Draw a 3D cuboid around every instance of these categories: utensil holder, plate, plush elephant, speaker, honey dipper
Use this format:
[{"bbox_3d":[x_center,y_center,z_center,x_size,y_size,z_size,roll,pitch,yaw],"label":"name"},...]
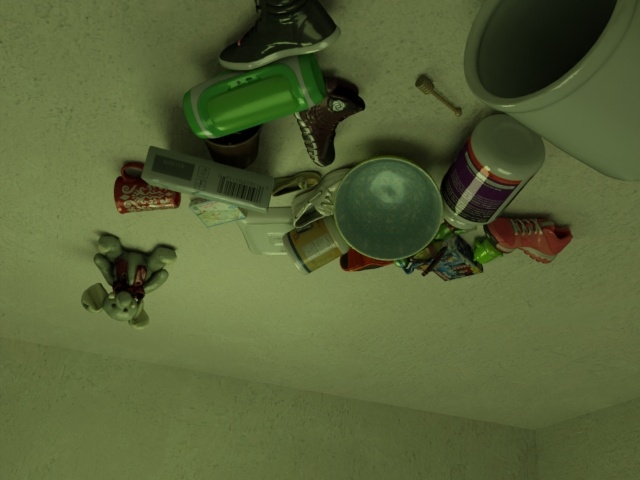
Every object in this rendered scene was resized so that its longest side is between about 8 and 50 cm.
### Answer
[{"bbox_3d":[0.519,-0.321,1.206,0.385,0.328,0.327,21,147,-32],"label":"utensil holder"},{"bbox_3d":[-0.131,-0.018,2.116,0.277,0.045,0.278,-1,150,9],"label":"plate"},{"bbox_3d":[-0.697,0.170,2.315,0.272,0.255,0.330,16,149,-19],"label":"plush elephant"},{"bbox_3d":[-0.144,-0.317,1.415,0.296,0.131,0.131,-15,147,14],"label":"speaker"},{"bbox_3d":[0.282,-0.332,1.512,0.160,0.030,0.030,26,144,-37],"label":"honey dipper"}]

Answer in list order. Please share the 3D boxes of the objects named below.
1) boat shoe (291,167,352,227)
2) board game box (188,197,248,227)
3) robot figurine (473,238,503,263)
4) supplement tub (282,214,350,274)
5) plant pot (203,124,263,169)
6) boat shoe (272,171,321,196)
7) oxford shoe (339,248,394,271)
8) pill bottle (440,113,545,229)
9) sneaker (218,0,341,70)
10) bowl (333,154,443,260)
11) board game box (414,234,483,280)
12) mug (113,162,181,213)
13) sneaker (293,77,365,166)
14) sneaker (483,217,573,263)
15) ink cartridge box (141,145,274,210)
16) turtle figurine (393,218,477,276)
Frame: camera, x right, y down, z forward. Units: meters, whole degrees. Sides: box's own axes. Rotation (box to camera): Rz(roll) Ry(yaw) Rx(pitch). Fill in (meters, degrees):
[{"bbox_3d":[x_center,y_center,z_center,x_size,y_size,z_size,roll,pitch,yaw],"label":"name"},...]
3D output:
[{"bbox_3d":[0.019,-0.112,1.868,0.098,0.096,0.277,27,140,-30],"label":"boat shoe"},{"bbox_3d":[-0.316,-0.096,1.999,0.154,0.026,0.103,-12,135,27],"label":"board game box"},{"bbox_3d":[0.539,0.031,2.082,0.101,0.067,0.115,23,147,-14],"label":"robot figurine"},{"bbox_3d":[0.000,0.000,1.975,0.199,0.144,0.144,-29,143,7],"label":"supplement tub"},{"bbox_3d":[-0.216,-0.263,1.589,0.167,0.167,0.165,5,159,0],"label":"plant pot"},{"bbox_3d":[-0.070,-0.158,1.851,0.153,0.048,0.056,-7,149,20],"label":"boat shoe"},{"bbox_3d":[0.197,0.045,2.157,0.271,0.097,0.098,-13,167,36],"label":"oxford shoe"},{"bbox_3d":[0.418,-0.159,1.644,0.181,0.181,0.323,9,151,-8],"label":"pill bottle"},{"bbox_3d":[-0.112,-0.444,1.315,0.295,0.104,0.147,-4,134,34],"label":"sneaker"},{"bbox_3d":[0.184,-0.108,1.759,0.289,0.156,0.289,3,113,6],"label":"bowl"},{"bbox_3d":[0.416,0.067,2.172,0.194,0.060,0.194,-16,145,34],"label":"board game box"},{"bbox_3d":[-0.504,-0.144,1.881,0.169,0.113,0.150,-1,152,4],"label":"mug"},{"bbox_3d":[0.037,-0.283,1.560,0.162,0.106,0.281,-7,148,14],"label":"sneaker"},{"bbox_3d":[0.626,-0.030,1.947,0.314,0.116,0.136,13,140,-28],"label":"sneaker"},{"bbox_3d":[-0.283,-0.138,1.708,0.308,0.091,0.385,13,175,-5],"label":"ink cartridge box"},{"bbox_3d":[0.311,-0.051,1.916,0.266,0.275,0.198,-25,128,6],"label":"turtle figurine"}]
